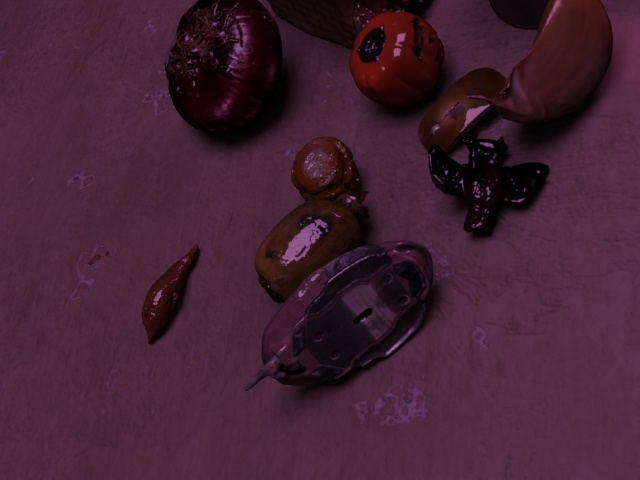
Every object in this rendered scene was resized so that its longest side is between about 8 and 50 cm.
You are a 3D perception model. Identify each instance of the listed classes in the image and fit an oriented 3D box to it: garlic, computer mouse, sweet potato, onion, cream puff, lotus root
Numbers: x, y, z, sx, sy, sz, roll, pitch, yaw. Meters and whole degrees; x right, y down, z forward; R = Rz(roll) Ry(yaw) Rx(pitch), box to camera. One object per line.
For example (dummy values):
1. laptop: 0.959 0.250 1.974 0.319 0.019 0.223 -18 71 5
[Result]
1. garlic: 0.389 -0.308 1.818 0.338 0.196 0.151 -51 33 -16
2. computer mouse: 0.026 0.131 1.731 0.389 0.199 0.115 -37 29 0
3. sweet potato: -0.301 0.094 1.998 0.068 0.068 0.226 9 63 32
4. onion: -0.198 -0.373 2.171 0.313 0.232 0.314 -15 68 42
5. cream puff: 0.013 -0.126 1.954 0.126 0.103 0.144 -25 50 17
6. computer mouse: 0.269 -0.249 1.926 0.199 0.045 0.102 -42 49 6
7. lotus root: 0.000 0.000 1.845 0.278 0.154 0.154 -43 49 -10

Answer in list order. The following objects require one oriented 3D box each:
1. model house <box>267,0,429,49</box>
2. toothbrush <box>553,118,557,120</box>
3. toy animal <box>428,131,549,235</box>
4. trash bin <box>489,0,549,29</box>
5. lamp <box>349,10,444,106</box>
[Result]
1. model house: 0.062 -0.702 2.132 0.445 0.400 0.395 -48 47 -9
2. toothbrush: 0.348 -0.249 1.914 0.219 0.016 0.019 16 68 35
3. toy animal: 0.293 -0.099 1.811 0.218 0.116 0.180 9 89 2
4. trash bin: 0.372 -0.627 1.887 0.280 0.432 0.281 -14 54 20
5. lamp: 0.156 -0.354 2.000 0.187 0.163 0.188 -21 60 42
